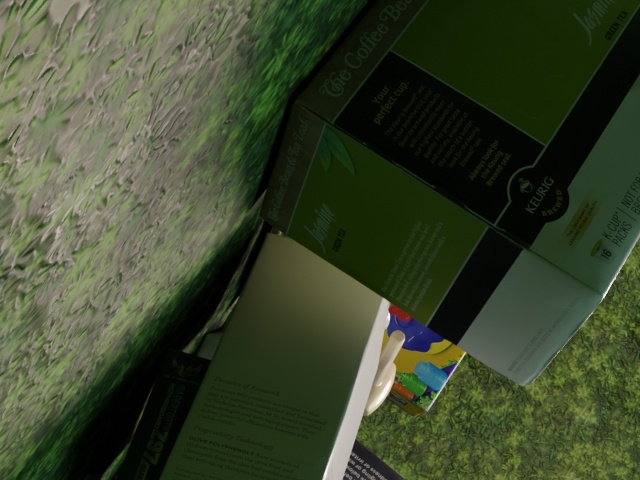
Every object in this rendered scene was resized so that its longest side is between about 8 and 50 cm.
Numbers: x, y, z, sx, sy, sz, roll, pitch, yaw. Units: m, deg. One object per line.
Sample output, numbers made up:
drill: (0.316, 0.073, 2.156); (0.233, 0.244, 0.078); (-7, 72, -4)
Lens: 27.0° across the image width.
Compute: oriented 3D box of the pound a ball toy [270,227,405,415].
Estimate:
pound a ball toy: (0.040, 0.043, 1.573); (0.135, 0.208, 0.319); (-56, 173, -37)

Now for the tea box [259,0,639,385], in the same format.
tea box: (0.170, -0.100, 1.300); (0.329, 0.324, 0.220); (-52, 173, -29)

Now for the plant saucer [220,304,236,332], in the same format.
plant saucer: (-0.090, 0.086, 1.717); (0.119, 0.021, 0.119); (-55, 174, -8)

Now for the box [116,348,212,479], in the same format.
box: (-0.166, 0.251, 1.418); (0.232, 0.059, 0.183); (101, 5, -54)

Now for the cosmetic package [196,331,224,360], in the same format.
cosmetic package: (-0.134, 0.228, 1.629); (0.231, 0.085, 0.117); (-66, 163, 7)

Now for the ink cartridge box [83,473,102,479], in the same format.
ink cartridge box: (-0.269, 0.340, 1.418); (0.181, 0.062, 0.104); (-56, 174, -9)

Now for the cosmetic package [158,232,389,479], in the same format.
cosmetic package: (-0.042, 0.192, 1.369); (0.365, 0.155, 0.197); (-70, 170, -46)

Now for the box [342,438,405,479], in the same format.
box: (-0.172, 0.512, 1.963); (0.472, 0.297, 0.480); (-46, 170, -32)

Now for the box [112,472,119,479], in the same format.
box: (-0.258, 0.326, 1.615); (0.081, 0.028, 0.136); (-61, 171, 34)

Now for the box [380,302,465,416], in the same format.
box: (0.107, 0.052, 1.890); (0.290, 0.279, 0.177); (-56, 175, -9)
